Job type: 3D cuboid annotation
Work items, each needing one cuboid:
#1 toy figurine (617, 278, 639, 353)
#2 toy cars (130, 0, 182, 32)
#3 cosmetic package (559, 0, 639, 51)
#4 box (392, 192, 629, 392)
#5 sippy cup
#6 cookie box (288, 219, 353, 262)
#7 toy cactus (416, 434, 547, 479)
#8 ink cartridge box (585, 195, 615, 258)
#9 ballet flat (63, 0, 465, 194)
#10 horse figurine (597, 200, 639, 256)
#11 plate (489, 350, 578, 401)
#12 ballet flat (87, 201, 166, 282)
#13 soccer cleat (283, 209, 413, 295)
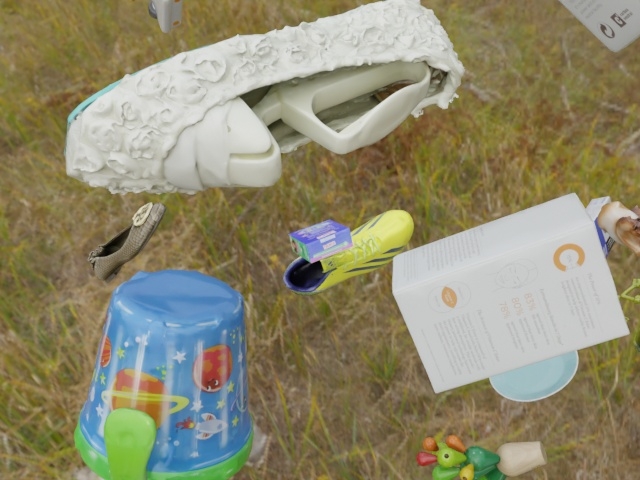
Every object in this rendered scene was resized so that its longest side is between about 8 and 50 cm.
[{"bbox_3d":[0.729,0.046,1.598,0.362,0.217,0.191,-26,52,-22],"label":"toy figurine"},{"bbox_3d":[-0.263,-0.449,1.286,0.087,0.176,0.394,-18,34,-18],"label":"toy cars"},{"bbox_3d":[0.289,-0.473,0.981,0.453,0.161,0.230,44,85,1],"label":"cosmetic package"},{"bbox_3d":[0.323,0.091,1.460,0.345,0.215,0.168,-20,18,13],"label":"box"},{"bbox_3d":[-0.192,0.166,1.082,0.240,0.224,0.305,-3,24,-29],"label":"sippy cup"},{"bbox_3d":[0.000,0.000,1.588,0.092,0.040,0.107,-21,16,-15],"label":"cookie box"},{"bbox_3d":[0.254,0.351,1.277,0.180,0.219,0.112,-20,46,22],"label":"toy cactus"},{"bbox_3d":[0.623,-0.013,1.894,0.046,0.097,0.207,-10,21,38],"label":"ink cartridge box"},{"bbox_3d":[-0.034,-0.126,0.792,0.409,0.147,0.147,-25,43,-19],"label":"ballet flat"},{"bbox_3d":[0.553,-0.014,1.463,0.066,0.174,0.263,-55,13,17],"label":"horse figurine"},{"bbox_3d":[0.442,0.264,1.734,0.188,0.024,0.188,-20,35,14],"label":"plate"},{"bbox_3d":[-0.333,0.000,1.416,0.250,0.058,0.084,-36,22,47],"label":"ballet flat"},{"bbox_3d":[0.054,0.031,1.652,0.289,0.121,0.093,-29,80,21],"label":"soccer cleat"}]
